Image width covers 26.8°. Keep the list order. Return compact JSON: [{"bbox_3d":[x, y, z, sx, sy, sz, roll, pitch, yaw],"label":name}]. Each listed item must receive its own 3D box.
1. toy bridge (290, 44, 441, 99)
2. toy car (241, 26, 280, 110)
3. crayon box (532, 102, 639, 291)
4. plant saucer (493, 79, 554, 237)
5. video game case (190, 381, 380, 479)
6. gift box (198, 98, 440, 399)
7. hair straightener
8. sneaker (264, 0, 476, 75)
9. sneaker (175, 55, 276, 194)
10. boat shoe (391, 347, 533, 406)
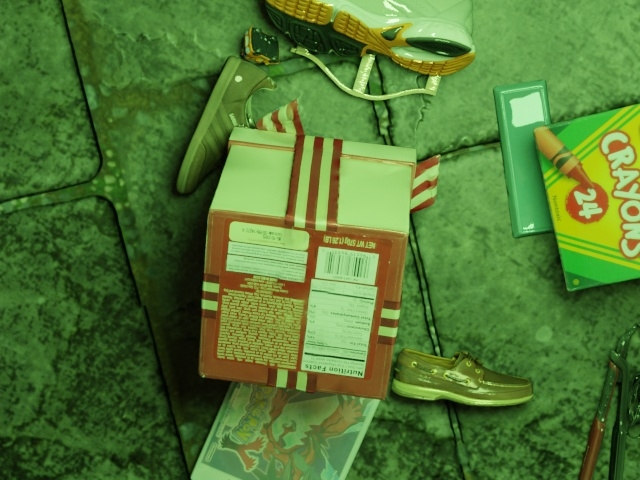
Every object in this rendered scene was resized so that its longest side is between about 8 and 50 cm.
[{"bbox_3d":[0.053,-0.208,1.654,0.188,0.026,0.063,16,97,-1],"label":"toy bridge"},{"bbox_3d":[-0.071,-0.198,1.644,0.040,0.060,0.122,-13,89,34],"label":"toy car"},{"bbox_3d":[0.427,-0.070,1.565,0.318,0.081,0.202,-13,89,18],"label":"crayon box"},{"bbox_3d":[0.261,-0.101,1.667,0.067,0.018,0.192,-9,95,1],"label":"plant saucer"},{"bbox_3d":[-0.044,0.249,1.706,0.183,0.023,0.201,23,96,-2],"label":"video game case"},{"bbox_3d":[0.000,0.000,1.554,0.255,0.258,0.276,11,117,-1],"label":"gift box"},{"bbox_3d":[0.390,0.218,1.691,0.089,0.047,0.230,11,92,0],"label":"hair straightener"},{"bbox_3d":[0.062,-0.286,1.612,0.262,0.099,0.121,14,63,-10],"label":"sneaker"},{"bbox_3d":[-0.117,-0.128,1.632,0.071,0.066,0.188,23,114,-7],"label":"sneaker"},{"bbox_3d":[0.179,0.170,1.673,0.178,0.064,0.060,6,98,3],"label":"boat shoe"}]
